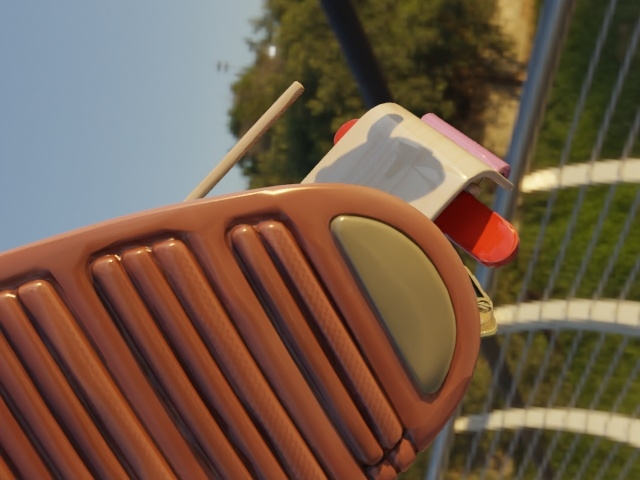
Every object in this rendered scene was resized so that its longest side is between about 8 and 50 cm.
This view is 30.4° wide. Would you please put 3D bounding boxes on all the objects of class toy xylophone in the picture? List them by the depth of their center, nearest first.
[{"bbox_3d":[0.000,0.000,0.992,0.236,0.323,0.081,48,178,31],"label":"toy xylophone"}]

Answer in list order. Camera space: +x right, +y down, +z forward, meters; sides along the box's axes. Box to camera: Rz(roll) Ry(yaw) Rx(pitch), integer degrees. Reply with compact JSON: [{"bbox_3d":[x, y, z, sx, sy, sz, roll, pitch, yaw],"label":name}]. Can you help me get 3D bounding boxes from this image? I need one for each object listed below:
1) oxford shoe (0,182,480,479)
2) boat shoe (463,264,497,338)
[{"bbox_3d":[-0.131,0.087,0.432,0.140,0.397,0.146,64,-174,-6],"label":"oxford shoe"},{"bbox_3d":[0.187,0.078,1.480,0.153,0.056,0.048,-88,-15,-68],"label":"boat shoe"}]
